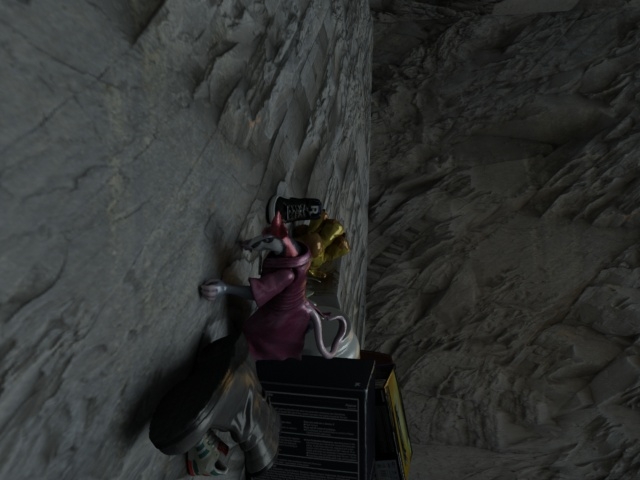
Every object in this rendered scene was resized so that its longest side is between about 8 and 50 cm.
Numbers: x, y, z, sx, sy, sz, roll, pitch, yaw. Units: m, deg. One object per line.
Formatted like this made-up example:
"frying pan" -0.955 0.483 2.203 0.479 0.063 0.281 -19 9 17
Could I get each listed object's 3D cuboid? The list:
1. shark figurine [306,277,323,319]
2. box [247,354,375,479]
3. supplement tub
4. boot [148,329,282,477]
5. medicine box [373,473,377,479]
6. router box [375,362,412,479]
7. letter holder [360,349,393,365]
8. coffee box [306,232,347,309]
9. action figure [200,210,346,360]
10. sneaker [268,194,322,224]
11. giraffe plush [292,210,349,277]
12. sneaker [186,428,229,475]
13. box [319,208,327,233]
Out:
"shark figurine" -0.089 0.163 1.470 0.278 0.166 0.116 -112 -134 -76
"box" -0.018 0.445 1.270 0.183 0.296 0.294 -43 134 -73
"supplement tub" 0.005 0.376 1.542 0.228 0.228 0.316 -69 158 -58
"boot" -0.143 0.307 0.882 0.223 0.118 0.338 66 14 -8
"medicine box" 0.063 0.718 1.705 0.263 0.289 0.149 -61 149 -65
"router box" 0.207 0.563 1.610 0.243 0.080 0.309 -17 96 -74
"letter holder" 0.112 0.501 1.888 0.152 0.301 0.215 51 42 -72
"coffee box" 0.009 0.099 1.749 0.098 0.141 0.247 75 19 -53
"action figure" -0.075 0.112 1.085 0.248 0.275 0.370 -65 169 -48
"sneaker" -0.060 -0.088 1.437 0.217 0.121 0.079 -39 128 -75
"giraffe plush" -0.036 0.019 1.560 0.210 0.181 0.170 -56 162 12
"sneaker" -0.199 0.351 0.928 0.057 0.075 0.161 -61 151 -66
"box" 0.000 0.000 1.941 0.114 0.036 0.207 67 26 -63
